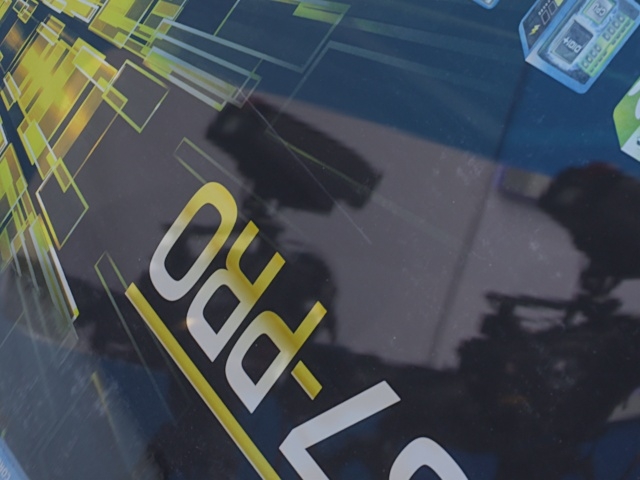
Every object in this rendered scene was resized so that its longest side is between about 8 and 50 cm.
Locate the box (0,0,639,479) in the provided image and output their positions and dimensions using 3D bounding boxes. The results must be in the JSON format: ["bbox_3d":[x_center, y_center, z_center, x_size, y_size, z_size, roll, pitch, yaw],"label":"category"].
[{"bbox_3d":[0.000,0.000,0.638,0.097,0.318,0.395,16,27,-47],"label":"box"}]
